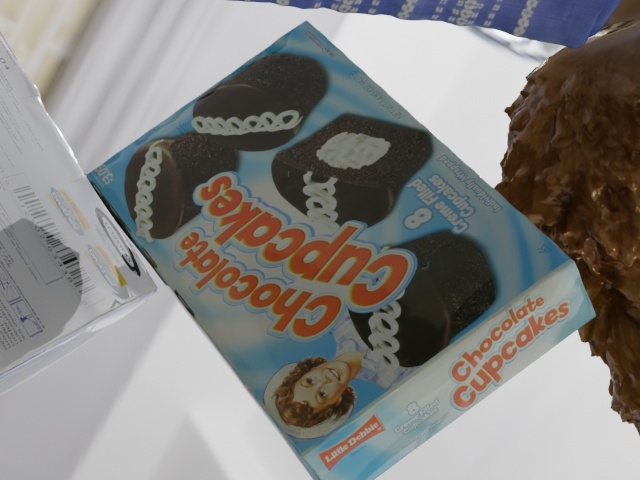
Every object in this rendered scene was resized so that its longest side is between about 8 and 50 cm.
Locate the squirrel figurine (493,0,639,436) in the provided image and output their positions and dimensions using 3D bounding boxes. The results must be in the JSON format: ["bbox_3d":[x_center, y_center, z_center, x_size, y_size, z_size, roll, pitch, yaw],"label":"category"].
[{"bbox_3d":[0.289,0.000,1.159,0.281,0.370,0.397,16,-136,42],"label":"squirrel figurine"}]

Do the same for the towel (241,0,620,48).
[{"bbox_3d":[0.042,-0.190,0.840,0.243,0.336,0.040,123,-39,-48],"label":"towel"}]

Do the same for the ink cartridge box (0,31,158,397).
[{"bbox_3d":[-0.262,-0.022,1.134,0.151,0.270,0.395,-31,-179,14],"label":"ink cartridge box"}]

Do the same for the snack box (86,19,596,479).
[{"bbox_3d":[0.000,0.000,1.068,0.187,0.060,0.322,-36,-137,-7],"label":"snack box"}]
